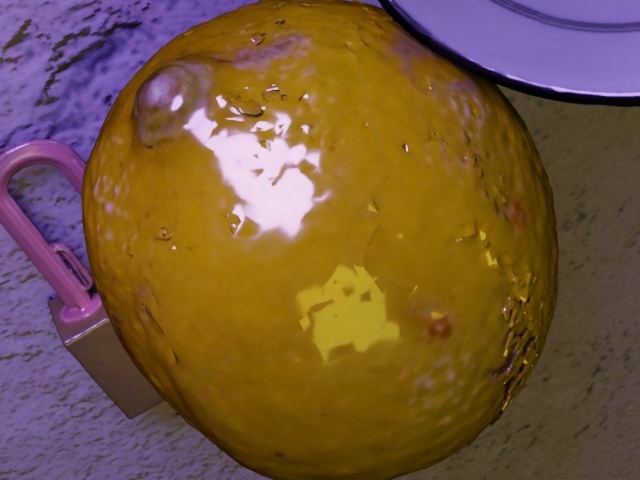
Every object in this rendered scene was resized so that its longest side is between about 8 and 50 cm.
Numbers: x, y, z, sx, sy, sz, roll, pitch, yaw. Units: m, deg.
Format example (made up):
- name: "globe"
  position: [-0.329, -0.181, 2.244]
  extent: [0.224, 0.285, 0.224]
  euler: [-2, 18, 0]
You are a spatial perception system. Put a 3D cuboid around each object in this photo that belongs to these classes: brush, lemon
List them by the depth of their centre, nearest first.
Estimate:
- name: "lemon"
  position: [0.000, 0.000, 0.741]
  extent: [0.258, 0.258, 0.310]
  euler: [-31, 140, 6]
- name: "brush"
  position: [-0.135, 0.020, 0.855]
  extent: [0.103, 0.047, 0.233]
  euler: [-28, 137, 3]

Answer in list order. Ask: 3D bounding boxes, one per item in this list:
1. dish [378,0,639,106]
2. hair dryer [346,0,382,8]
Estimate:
- name: "dish"
  position: [0.147, -0.225, 0.641]
  extent: [0.317, 0.106, 0.316]
  euler: [4, 107, 12]
- name: "hair dryer"
  position: [0.036, -0.176, 0.755]
  extent: [0.063, 0.038, 0.124]
  euler: [17, 117, -37]
